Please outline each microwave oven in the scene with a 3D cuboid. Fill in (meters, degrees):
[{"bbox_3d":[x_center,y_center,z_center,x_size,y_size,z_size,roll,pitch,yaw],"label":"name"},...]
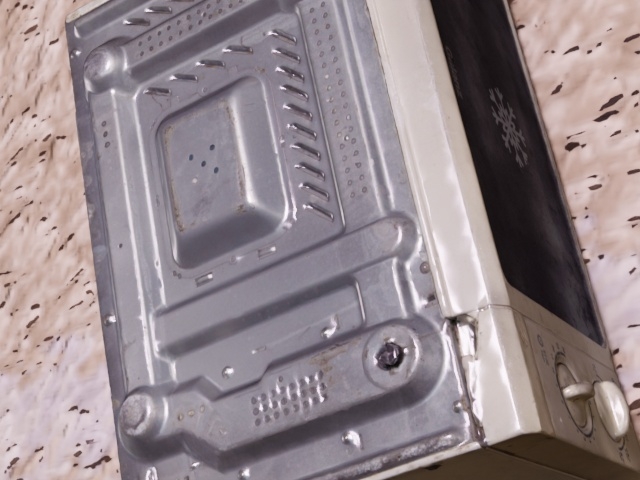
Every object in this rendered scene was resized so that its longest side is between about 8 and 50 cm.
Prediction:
[{"bbox_3d":[0.000,0.000,0.536,0.194,0.145,0.240,-22,64,22],"label":"microwave oven"}]
